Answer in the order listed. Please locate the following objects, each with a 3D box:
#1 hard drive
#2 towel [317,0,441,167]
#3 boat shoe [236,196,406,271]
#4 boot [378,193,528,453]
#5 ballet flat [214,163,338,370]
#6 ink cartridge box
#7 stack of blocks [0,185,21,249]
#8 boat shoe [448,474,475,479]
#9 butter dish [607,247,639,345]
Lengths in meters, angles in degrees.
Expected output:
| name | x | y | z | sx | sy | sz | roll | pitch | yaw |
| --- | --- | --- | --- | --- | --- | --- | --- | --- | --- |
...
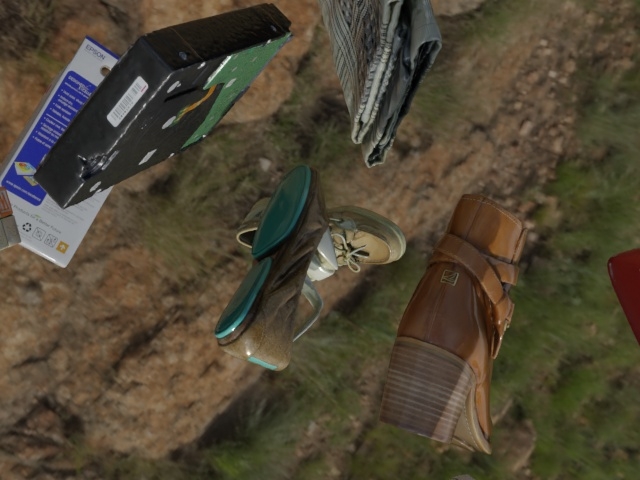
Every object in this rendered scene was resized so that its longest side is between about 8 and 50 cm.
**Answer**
| name | x | y | z | sx | sy | sz | roll | pitch | yaw |
| --- | --- | --- | --- | --- | --- | --- | --- | --- | --- |
| hard drive | -0.180 | -0.177 | 1.150 | 0.237 | 0.064 | 0.339 | -43 | 179 | 30 |
| towel | 0.044 | -0.283 | 1.097 | 0.056 | 0.324 | 0.312 | -11 | 161 | -13 |
| boat shoe | 0.000 | 0.000 | 1.546 | 0.089 | 0.285 | 0.104 | -53 | 142 | -47 |
| boot | 0.138 | 0.085 | 0.911 | 0.283 | 0.109 | 0.220 | 36 | 72 | -63 |
| ballet flat | -0.040 | 0.042 | 1.289 | 0.124 | 0.116 | 0.342 | 41 | 40 | -21 |
| ink cartridge box | -0.435 | -0.154 | 1.629 | 0.176 | 0.069 | 0.371 | 33 | 79 | -28 |
| stack of blocks | -0.544 | 0.005 | 1.228 | 0.171 | 0.297 | 0.087 | -13 | 98 | 9 |
| boat shoe | 0.162 | 0.358 | 1.182 | 0.088 | 0.267 | 0.096 | -4 | 87 | -1 |
| butter dish | 0.363 | 0.084 | 0.875 | 0.160 | 0.160 | 0.118 | -13 | 143 | -1 |
